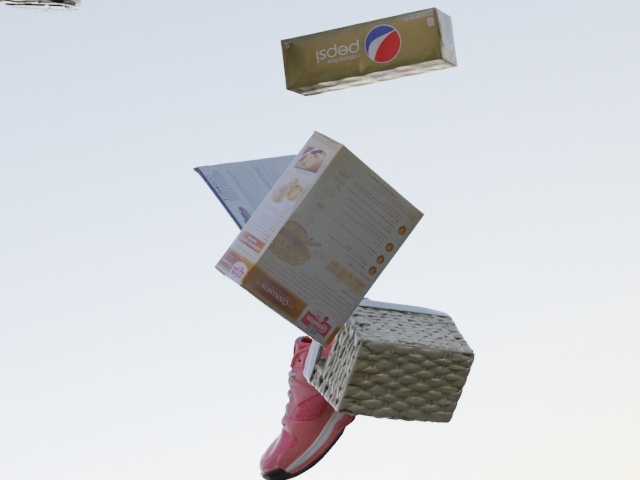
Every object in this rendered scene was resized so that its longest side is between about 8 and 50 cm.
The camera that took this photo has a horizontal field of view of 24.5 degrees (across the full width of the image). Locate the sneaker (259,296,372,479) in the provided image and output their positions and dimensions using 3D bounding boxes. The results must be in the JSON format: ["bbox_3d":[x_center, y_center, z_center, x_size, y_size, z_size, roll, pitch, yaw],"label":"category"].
[{"bbox_3d":[0.000,0.199,2.045,0.314,0.136,0.116,-49,1,18],"label":"sneaker"}]

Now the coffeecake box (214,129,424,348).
[{"bbox_3d":[0.000,0.000,1.601,0.142,0.068,0.185,39,-94,-34],"label":"coffeecake box"}]

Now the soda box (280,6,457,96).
[{"bbox_3d":[0.051,-0.202,1.593,0.181,0.058,0.061,-10,-6,22],"label":"soda box"}]

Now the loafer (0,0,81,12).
[{"bbox_3d":[-0.306,-0.293,1.485,0.109,0.095,0.302,2,1,1],"label":"loafer"}]

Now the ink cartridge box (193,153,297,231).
[{"bbox_3d":[-0.053,-0.019,2.049,0.224,0.223,0.045,-10,-33,-51],"label":"ink cartridge box"}]

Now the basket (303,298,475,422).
[{"bbox_3d":[0.082,0.144,1.726,0.167,0.103,0.113,9,-68,-24],"label":"basket"}]
